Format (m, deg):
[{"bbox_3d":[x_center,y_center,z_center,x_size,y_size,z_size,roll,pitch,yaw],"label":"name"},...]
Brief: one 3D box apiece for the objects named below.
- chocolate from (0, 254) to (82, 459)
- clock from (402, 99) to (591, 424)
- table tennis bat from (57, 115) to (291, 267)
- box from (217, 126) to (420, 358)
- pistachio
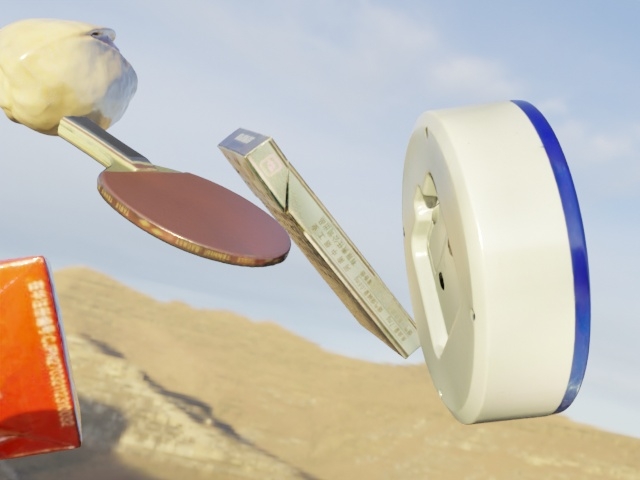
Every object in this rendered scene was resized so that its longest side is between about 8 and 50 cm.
[{"bbox_3d":[-0.411,0.142,1.251,0.234,0.237,0.108,-10,8,0],"label":"chocolate"},{"bbox_3d":[0.118,0.015,0.760,0.083,0.230,0.230,-4,-9,-7],"label":"clock"},{"bbox_3d":[-0.083,-0.027,0.550,0.158,0.014,0.095,34,22,29],"label":"table tennis bat"},{"bbox_3d":[-0.001,-0.001,1.319,0.325,0.047,0.180,51,-6,-18],"label":"box"},{"bbox_3d":[-0.388,-0.254,1.599,0.187,0.187,0.299,9,12,17],"label":"pistachio"}]
